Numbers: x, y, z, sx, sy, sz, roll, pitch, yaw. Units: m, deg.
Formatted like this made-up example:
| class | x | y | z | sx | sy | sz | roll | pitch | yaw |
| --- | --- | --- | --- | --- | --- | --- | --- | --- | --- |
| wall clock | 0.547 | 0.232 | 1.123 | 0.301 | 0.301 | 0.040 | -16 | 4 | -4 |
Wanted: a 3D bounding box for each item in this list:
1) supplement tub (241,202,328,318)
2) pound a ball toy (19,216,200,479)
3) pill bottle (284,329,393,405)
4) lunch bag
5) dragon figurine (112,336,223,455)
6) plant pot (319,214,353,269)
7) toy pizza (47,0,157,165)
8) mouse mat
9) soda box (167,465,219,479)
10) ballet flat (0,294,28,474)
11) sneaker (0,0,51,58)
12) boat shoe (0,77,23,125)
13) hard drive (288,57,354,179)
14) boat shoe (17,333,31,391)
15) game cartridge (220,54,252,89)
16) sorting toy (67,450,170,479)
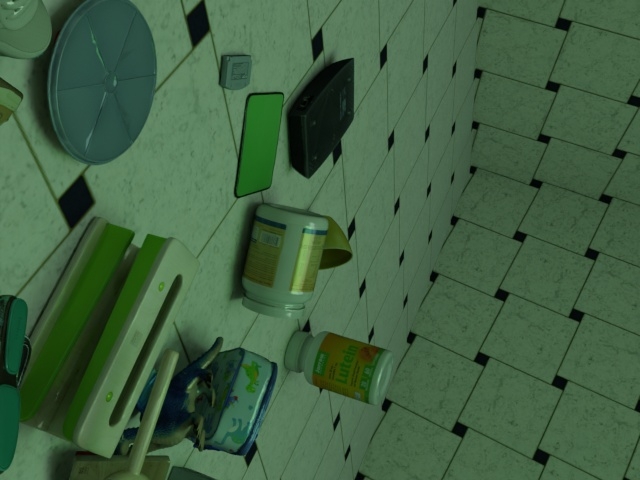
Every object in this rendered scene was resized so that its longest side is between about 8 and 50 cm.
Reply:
| class | x | y | z | sx | sy | sz | roll | pitch | yaw |
| --- | --- | --- | --- | --- | --- | --- | --- | --- | --- |
| supplement tub | -0.072 | 0.038 | 1.415 | 0.144 | 0.144 | 0.200 | -6 | 110 | -70 |
| pound a ball toy | -0.240 | 0.154 | 0.919 | 0.136 | 0.208 | 0.319 | 64 | 43 | -62 |
| pill bottle | 0.043 | 0.301 | 1.790 | 0.136 | 0.245 | 0.137 | 15 | 90 | -71 |
| lunch bag | -0.161 | 0.285 | 1.289 | 0.219 | 0.090 | 0.176 | -27 | -140 | 63 |
| dragon figurine | -0.243 | 0.248 | 1.160 | 0.085 | 0.143 | 0.289 | 92 | 7 | -51 |
| plant pot | 0.000 | 0.000 | 1.655 | 0.134 | 0.134 | 0.095 | 56 | 23 | -66 |
| toy pizza | -0.260 | -0.190 | 0.872 | 0.201 | 0.032 | 0.202 | 15 | 90 | -73 |
| mouse mat | -0.111 | -0.178 | 1.354 | 0.152 | 0.007 | 0.190 | -28 | 129 | -66 |
| soda box | -0.266 | 0.568 | 1.339 | 0.091 | 0.098 | 0.287 | 59 | 48 | -65 |
| ballet flat | -0.345 | 0.149 | 0.763 | 0.070 | 0.070 | 0.189 | 68 | 16 | -61 |
| sneaker | -0.293 | -0.243 | 0.644 | 0.229 | 0.092 | 0.088 | 74 | 34 | -59 |
| boat shoe | -0.338 | -0.137 | 0.645 | 0.072 | 0.068 | 0.190 | -61 | 160 | -5 |
| hard drive | 0.005 | -0.263 | 1.547 | 0.255 | 0.054 | 0.172 | -57 | 154 | -43 |
| boat shoe | -0.368 | 0.204 | 0.793 | 0.080 | 0.076 | 0.229 | 76 | 34 | -55 |
| game cartridge | -0.137 | -0.272 | 1.192 | 0.083 | 0.017 | 0.056 | -31 | 130 | -64 |
| sorting toy | -0.298 | 0.355 | 1.047 | 0.046 | 0.132 | 0.275 | 55 | -50 | 54 |
